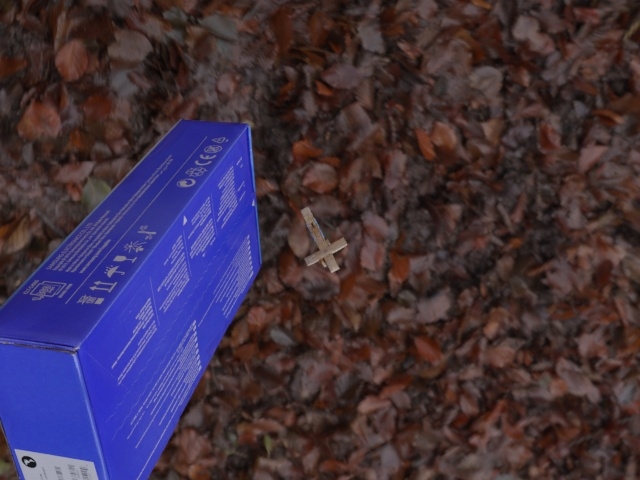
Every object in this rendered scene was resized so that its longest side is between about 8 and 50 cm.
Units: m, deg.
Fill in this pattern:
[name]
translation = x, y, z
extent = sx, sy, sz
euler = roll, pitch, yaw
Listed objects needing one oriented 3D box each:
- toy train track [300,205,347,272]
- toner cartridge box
[toy train track]
translation = 0.000, 0.000, 0.856
extent = 0.048, 0.083, 0.014
euler = -28, 153, 3
[toner cartridge box]
translation = -0.136, 0.042, 0.655
extent = 0.075, 0.347, 0.165
euler = 6, 122, 11
